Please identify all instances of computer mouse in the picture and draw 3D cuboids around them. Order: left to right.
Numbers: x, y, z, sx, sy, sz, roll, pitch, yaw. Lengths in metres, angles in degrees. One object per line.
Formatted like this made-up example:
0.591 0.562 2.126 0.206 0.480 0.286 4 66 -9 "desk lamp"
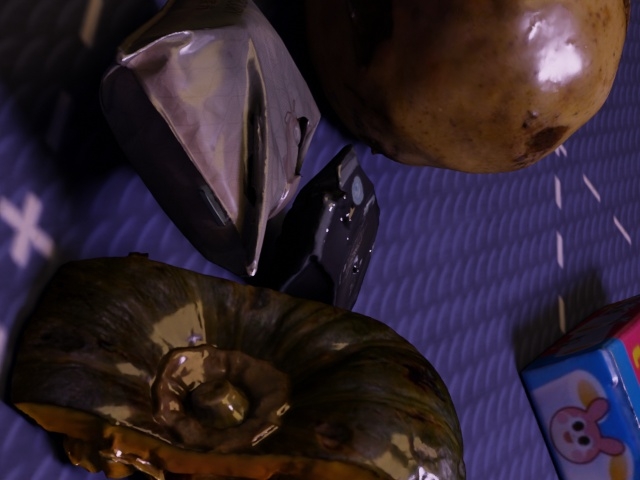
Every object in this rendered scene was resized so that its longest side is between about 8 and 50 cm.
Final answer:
0.000 0.000 1.130 0.192 0.062 0.106 84 28 -63 "computer mouse"

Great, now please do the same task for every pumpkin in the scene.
-0.051 0.132 0.975 0.280 0.190 0.139 15 46 -5 "pumpkin"

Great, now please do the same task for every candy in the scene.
0.317 0.156 1.614 0.306 0.100 0.157 -24 94 -64 "candy"

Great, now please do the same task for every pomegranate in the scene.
0.125 -0.194 1.324 0.281 0.281 0.281 41 39 -43 "pomegranate"

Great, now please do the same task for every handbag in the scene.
-0.067 -0.084 1.037 0.182 0.117 0.270 59 14 -16 "handbag"
